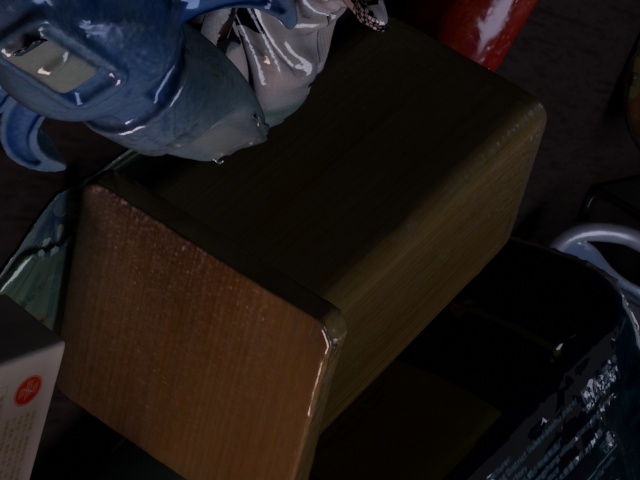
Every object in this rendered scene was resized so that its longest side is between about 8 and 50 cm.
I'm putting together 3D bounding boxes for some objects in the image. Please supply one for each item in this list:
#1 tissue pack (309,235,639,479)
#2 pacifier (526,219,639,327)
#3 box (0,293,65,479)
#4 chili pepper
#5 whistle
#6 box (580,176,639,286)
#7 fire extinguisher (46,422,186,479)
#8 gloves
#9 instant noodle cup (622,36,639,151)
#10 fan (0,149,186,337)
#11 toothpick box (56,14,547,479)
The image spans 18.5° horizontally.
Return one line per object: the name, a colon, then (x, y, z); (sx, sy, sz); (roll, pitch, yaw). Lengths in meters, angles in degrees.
tissue pack: (0.061, 0.220, 1.527); (0.416, 0.253, 0.264); (-45, 129, -28)
pacifier: (0.252, 0.105, 1.901); (0.227, 0.279, 0.207); (-65, -166, -15)
box: (-0.235, 0.141, 1.152); (0.141, 0.058, 0.201); (-21, 138, -47)
chili pepper: (0.103, -0.165, 1.428); (0.368, 0.092, 0.137); (-59, 176, 21)
whistle: (-0.111, -0.102, 1.033); (0.180, 0.093, 0.269); (-30, 153, 15)
box: (0.376, 0.039, 2.047); (0.252, 0.188, 0.153); (-12, 130, -61)
fire extinguisher: (-0.135, 0.186, 1.348); (0.311, 0.114, 0.095); (-44, -162, -25)
gloves: (-0.029, -0.151, 1.141); (0.127, 0.111, 0.212); (7, 131, -19)
instant noodle cup: (0.405, -0.151, 1.883); (0.153, 0.205, 0.205); (-31, 146, -62)
fan: (-0.149, 0.007, 1.229); (0.240, 0.009, 0.131); (-48, 157, -21)
toothpick box: (0.000, 0.000, 1.290); (0.308, 0.187, 0.190); (-41, 154, -42)
